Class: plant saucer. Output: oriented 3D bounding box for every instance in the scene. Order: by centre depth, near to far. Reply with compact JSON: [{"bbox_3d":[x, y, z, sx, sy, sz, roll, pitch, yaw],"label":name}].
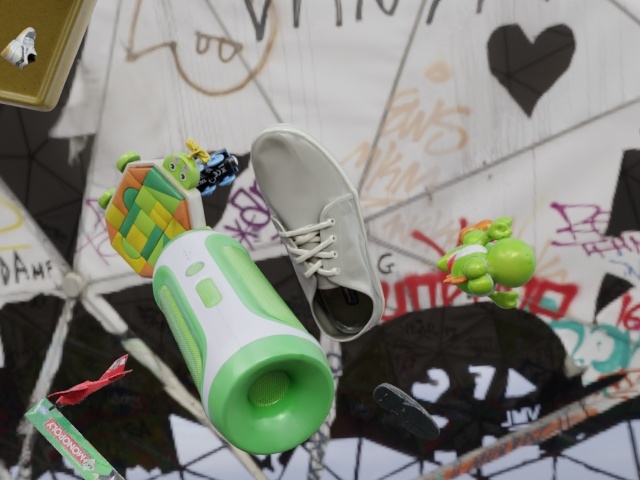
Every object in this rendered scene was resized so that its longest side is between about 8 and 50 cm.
[{"bbox_3d":[-0.516,-0.343,1.081,0.333,0.081,0.332,6,-49,-41],"label":"plant saucer"}]

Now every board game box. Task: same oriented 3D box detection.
[{"bbox_3d":[-0.442,0.403,1.310,0.046,0.213,0.317,-43,-5,-25],"label":"board game box"}]

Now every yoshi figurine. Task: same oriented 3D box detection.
[{"bbox_3d":[0.407,0.049,1.627,0.204,0.203,0.362,36,13,4],"label":"yoshi figurine"}]

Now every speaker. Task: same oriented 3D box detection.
[{"bbox_3d":[-0.094,0.090,0.743,0.131,0.131,0.296,8,18,-28],"label":"speaker"}]

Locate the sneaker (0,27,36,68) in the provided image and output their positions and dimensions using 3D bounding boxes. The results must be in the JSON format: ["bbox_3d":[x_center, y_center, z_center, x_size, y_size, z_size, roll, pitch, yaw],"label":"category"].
[{"bbox_3d":[-0.399,-0.257,0.949,0.032,0.083,0.037,-34,-61,28],"label":"sneaker"}]

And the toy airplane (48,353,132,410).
[{"bbox_3d":[-0.364,0.231,1.120,0.151,0.028,0.151,-30,-7,-4],"label":"toy airplane"}]

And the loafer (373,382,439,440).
[{"bbox_3d":[0.199,0.377,1.573,0.062,0.170,0.061,-53,-13,18],"label":"loafer"}]

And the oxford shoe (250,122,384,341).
[{"bbox_3d":[0.000,0.000,1.276,0.169,0.130,0.449,-13,-66,24],"label":"oxford shoe"}]

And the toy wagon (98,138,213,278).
[{"bbox_3d":[-0.348,-0.074,1.522,0.068,0.267,0.344,-31,-19,-54],"label":"toy wagon"}]

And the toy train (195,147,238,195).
[{"bbox_3d":[-0.275,-0.144,1.594,0.184,0.105,0.080,-32,-62,-6],"label":"toy train"}]
